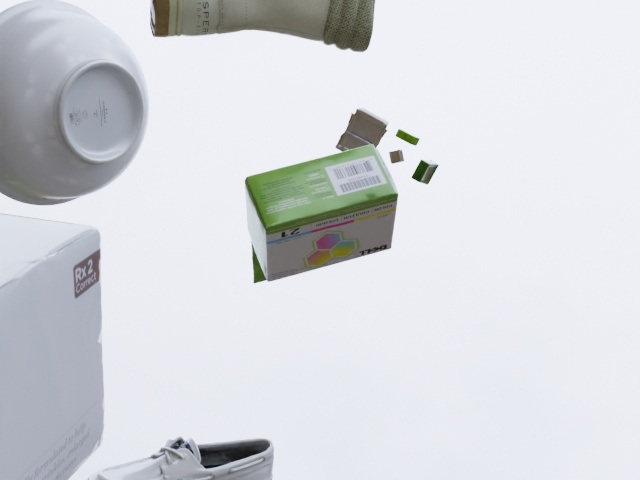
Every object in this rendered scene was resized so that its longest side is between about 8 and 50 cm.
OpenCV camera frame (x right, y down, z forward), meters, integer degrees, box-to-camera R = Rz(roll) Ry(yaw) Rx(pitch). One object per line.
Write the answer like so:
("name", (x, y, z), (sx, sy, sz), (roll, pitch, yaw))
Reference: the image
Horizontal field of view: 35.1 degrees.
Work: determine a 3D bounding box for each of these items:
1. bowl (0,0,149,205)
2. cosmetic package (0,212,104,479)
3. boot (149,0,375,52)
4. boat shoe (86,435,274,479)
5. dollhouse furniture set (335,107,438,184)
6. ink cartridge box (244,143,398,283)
("bowl", (-0.342, -0.185, 1.415), (0.134, 0.297, 0.298), (12, -31, 39))
("cosmetic package", (-0.237, 0.070, 0.569), (0.184, 0.151, 0.151), (8, -70, 13))
("boot", (-0.038, -0.231, 0.744), (0.165, 0.213, 0.077), (4, -29, -8))
("boat shoe", (-0.183, 0.299, 1.339), (0.258, 0.084, 0.095), (0, 19, -30))
("dollhouse furniture set", (0.107, -0.143, 1.577), (0.152, 0.076, 0.058), (30, 11, 16))
("ink cartridge box", (0.000, 0.000, 1.431), (0.189, 0.097, 0.255), (-15, -35, -12))
